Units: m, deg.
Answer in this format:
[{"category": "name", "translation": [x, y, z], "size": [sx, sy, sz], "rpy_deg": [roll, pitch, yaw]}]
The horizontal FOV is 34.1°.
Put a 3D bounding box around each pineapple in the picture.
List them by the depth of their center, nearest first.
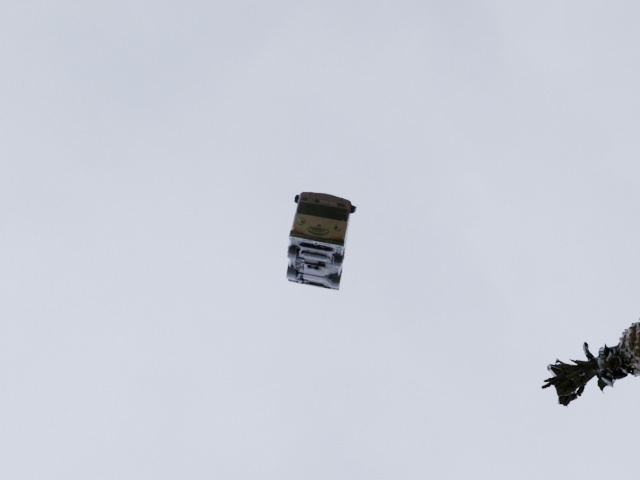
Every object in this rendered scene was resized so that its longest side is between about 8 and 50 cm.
[{"category": "pineapple", "translation": [0.247, 0.105, 0.869], "size": [0.058, 0.124, 0.058], "rpy_deg": [58, -168, -20]}]

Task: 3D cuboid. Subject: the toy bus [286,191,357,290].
[{"category": "toy bus", "translation": [0.000, 0.000, 0.886], "size": [0.052, 0.102, 0.058], "rpy_deg": [10, -113, 3]}]
